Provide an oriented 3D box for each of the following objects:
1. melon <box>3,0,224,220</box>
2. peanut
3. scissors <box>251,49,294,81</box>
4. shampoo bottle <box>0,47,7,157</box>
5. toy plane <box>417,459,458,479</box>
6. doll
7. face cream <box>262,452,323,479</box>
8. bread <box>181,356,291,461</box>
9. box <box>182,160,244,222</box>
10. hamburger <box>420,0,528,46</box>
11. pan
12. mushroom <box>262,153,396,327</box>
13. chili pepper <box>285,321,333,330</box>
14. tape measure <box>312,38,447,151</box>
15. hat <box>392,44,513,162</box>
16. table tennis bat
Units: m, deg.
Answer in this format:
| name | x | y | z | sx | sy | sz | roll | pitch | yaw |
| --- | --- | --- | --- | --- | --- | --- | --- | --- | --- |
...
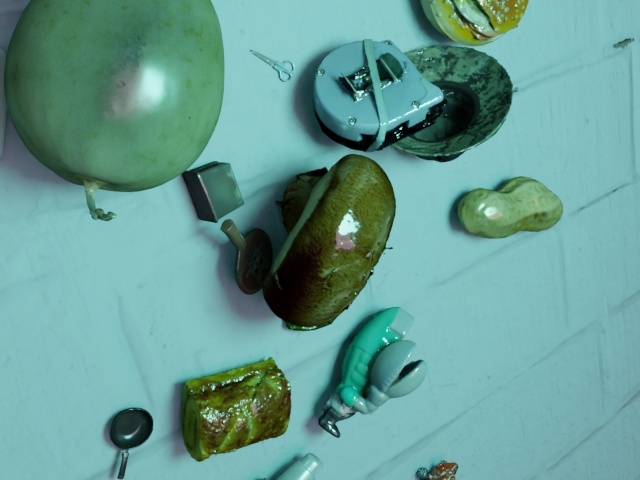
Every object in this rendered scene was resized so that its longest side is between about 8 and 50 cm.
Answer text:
| name | x | y | z | sx | sy | sz | roll | pitch | yaw |
| --- | --- | --- | --- | --- | --- | --- | --- | --- | --- |
| melon | -0.242 | -0.200 | 0.746 | 0.271 | 0.271 | 0.308 | 37 | 85 | -33 |
| peanut | 0.399 | -0.070 | 1.274 | 0.274 | 0.111 | 0.125 | -9 | 101 | -32 |
| scissors | -0.077 | -0.287 | 0.980 | 0.083 | 0.006 | 0.036 | 23 | 86 | -34 |
| shampoo bottle | -0.447 | -0.134 | 0.746 | 0.108 | 0.051 | 0.221 | 3 | 99 | -36 |
| toy plane | 0.232 | 0.562 | 1.332 | 0.126 | 0.077 | 0.194 | 41 | 86 | -29 |
| doll | 0.108 | 0.253 | 1.155 | 0.153 | 0.195 | 0.258 | 35 | 109 | 0 |
| face cream | -0.092 | 0.482 | 1.084 | 0.251 | 0.101 | 0.101 | -44 | 120 | -18 |
| bread | -0.138 | 0.282 | 1.008 | 0.172 | 0.103 | 0.132 | -7 | 111 | -35 |
| box | -0.164 | -0.079 | 0.940 | 0.063 | 0.060 | 0.085 | -31 | 114 | -29 |
| hamburger | 0.281 | -0.462 | 1.086 | 0.236 | 0.147 | 0.237 | -3 | 96 | -28 |
| pan | -0.304 | 0.315 | 0.954 | 0.068 | 0.023 | 0.115 | 15 | 90 | -35 |
| mushroom | 0.012 | 0.001 | 0.957 | 0.163 | 0.278 | 0.297 | 21 | 129 | -17 |
| chili pepper | 0.014 | 0.099 | 1.100 | 0.182 | 0.050 | 0.073 | -53 | 130 | -9 |
| tape measure | 0.079 | -0.235 | 0.986 | 0.181 | 0.107 | 0.182 | -34 | 72 | -14 |
| hat | 0.210 | -0.217 | 1.095 | 0.265 | 0.265 | 0.128 | -41 | 150 | -19 |
| table tennis bat | -0.162 | 0.013 | 0.992 | 0.170 | 0.119 | 0.108 | 63 | 42 | -54 |
